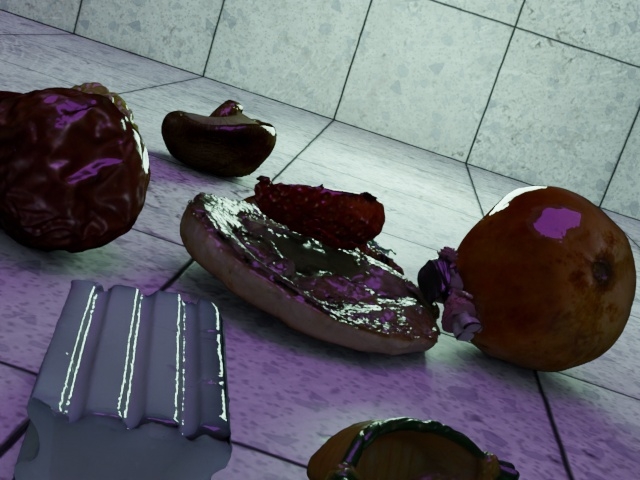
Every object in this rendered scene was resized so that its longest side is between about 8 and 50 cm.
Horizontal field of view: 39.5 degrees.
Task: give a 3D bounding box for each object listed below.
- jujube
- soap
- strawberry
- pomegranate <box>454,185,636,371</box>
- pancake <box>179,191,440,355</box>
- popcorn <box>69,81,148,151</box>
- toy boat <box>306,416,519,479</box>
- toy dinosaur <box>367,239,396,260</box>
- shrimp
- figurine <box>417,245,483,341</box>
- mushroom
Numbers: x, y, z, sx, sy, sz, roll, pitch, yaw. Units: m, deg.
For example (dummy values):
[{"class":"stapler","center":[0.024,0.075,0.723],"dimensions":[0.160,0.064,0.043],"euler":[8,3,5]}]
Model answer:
[{"class":"jujube","center":[-0.365,-0.103,1.143],"dimensions":[0.342,0.216,0.216],"euler":[14,9,40]},{"class":"soap","center":[-0.153,0.127,0.731],"dimensions":[0.150,0.094,0.261],"euler":[10,17,-10]},{"class":"strawberry","center":[-0.004,-0.033,1.198],"dimensions":[0.188,0.082,0.121],"euler":[10,-5,-20]},{"class":"pomegranate","center":[0.297,0.052,1.246],"dimensions":[0.229,0.252,0.270],"euler":[21,-9,-26]},{"class":"pancake","center":[-0.012,0.046,1.198],"dimensions":[0.387,0.082,0.387],"euler":[24,15,-7]},{"class":"popcorn","center":[-0.364,-0.169,1.450],"dimensions":[0.173,0.174,0.142],"euler":[23,23,18]},{"class":"toy boat","center":[0.075,0.193,0.744],"dimensions":[0.229,0.089,0.088],"euler":[8,3,-45]},{"class":"toy dinosaur","center":[0.094,0.014,1.576],"dimensions":[0.083,0.021,0.062],"euler":[16,27,-12]},{"class":"shrimp","center":[0.000,0.000,1.447],"dimensions":[0.287,0.063,0.152],"euler":[26,-8,1]},{"class":"figurine","center":[0.171,0.070,1.178],"dimensions":[0.054,0.072,0.129],"euler":[9,40,-27]},{"class":"mushroom","center":[-0.206,-0.193,1.788],"dimensions":[0.231,0.138,0.194],"euler":[7,28,3]}]
